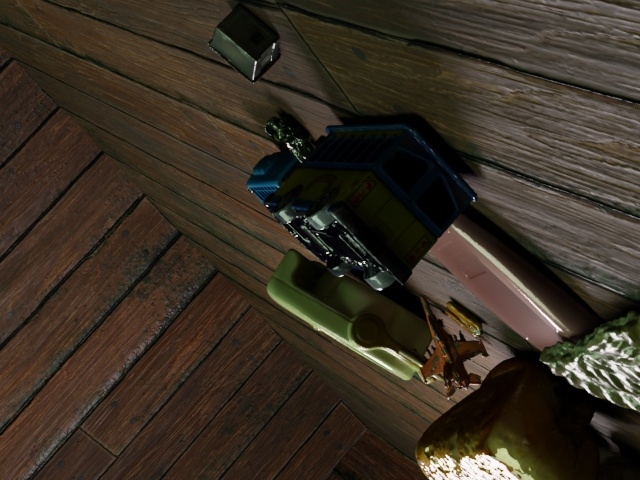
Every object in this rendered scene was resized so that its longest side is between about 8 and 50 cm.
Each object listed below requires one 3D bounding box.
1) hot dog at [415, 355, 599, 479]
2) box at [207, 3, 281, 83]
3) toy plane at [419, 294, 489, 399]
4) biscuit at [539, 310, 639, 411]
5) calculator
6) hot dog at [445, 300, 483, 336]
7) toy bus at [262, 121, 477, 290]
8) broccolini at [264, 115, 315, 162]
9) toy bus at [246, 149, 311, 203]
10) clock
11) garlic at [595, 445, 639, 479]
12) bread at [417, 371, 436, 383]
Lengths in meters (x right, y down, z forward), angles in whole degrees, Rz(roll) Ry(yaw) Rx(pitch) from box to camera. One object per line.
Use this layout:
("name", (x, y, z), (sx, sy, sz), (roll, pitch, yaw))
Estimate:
("hot dog", (0.319, 0.320, 2.001), (0.185, 0.223, 0.405), (41, 159, -5))
("box", (-0.099, -0.260, 1.603), (0.085, 0.060, 0.063), (41, 165, 6))
("toy plane", (0.222, 0.183, 2.176), (0.062, 0.135, 0.188), (17, -132, -57))
("biscuit", (0.397, 0.166, 1.515), (0.187, 0.036, 0.273), (30, 159, -2))
("calculator", (0.256, 0.063, 1.668), (0.330, 0.048, 0.220), (40, 170, 1))
("hot dog", (0.244, 0.130, 2.054), (0.083, 0.021, 0.037), (40, 149, 23))
("toy bus", (0.054, -0.052, 1.576), (0.138, 0.175, 0.288), (44, 169, -18))
("broccolini", (0.020, -0.110, 1.887), (0.254, 0.071, 0.057), (37, 129, -11))
("toy bus", (-0.048, -0.093, 2.003), (0.106, 0.090, 0.185), (44, 167, -16))
("clock", (0.085, 0.156, 2.342), (0.348, 0.117, 0.286), (28, 175, 26))
("garlic", (0.476, 0.490, 2.057), (0.322, 0.241, 0.322), (14, 148, 9))
("bread", (0.223, 0.278, 2.675), (0.088, 0.034, 0.049), (55, 178, -37))
